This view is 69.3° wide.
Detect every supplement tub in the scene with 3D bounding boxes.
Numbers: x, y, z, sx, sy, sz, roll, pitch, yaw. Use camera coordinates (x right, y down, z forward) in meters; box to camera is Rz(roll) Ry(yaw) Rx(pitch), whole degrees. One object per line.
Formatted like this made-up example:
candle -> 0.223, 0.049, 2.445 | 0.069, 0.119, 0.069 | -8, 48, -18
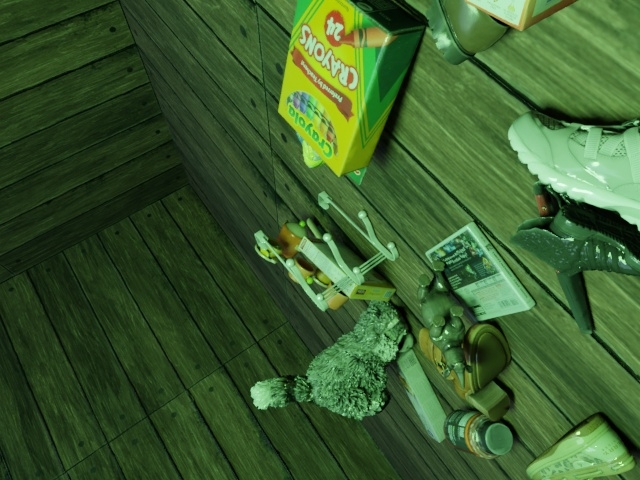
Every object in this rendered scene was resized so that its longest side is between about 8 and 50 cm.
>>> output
supplement tub -> 0.392, 0.481, 1.151 | 0.106, 0.106, 0.198 | 56, 163, 7

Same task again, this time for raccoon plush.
raccoon plush -> 0.047, 0.313, 1.260 | 0.216, 0.447, 0.299 | 35, 124, 58

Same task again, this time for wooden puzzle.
wooden puzzle -> 0.018, 0.043, 1.533 | 0.221, 0.044, 0.238 | 55, 167, 9

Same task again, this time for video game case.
video game case -> 0.288, 0.066, 0.866 | 0.173, 0.022, 0.190 | 55, 163, 8

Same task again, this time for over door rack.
over door rack -> 0.000, 0.000, 1.166 | 0.324, 0.240, 0.108 | 42, 157, 40

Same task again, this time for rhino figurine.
rhino figurine -> 0.239, 0.165, 0.884 | 0.106, 0.073, 0.243 | 74, -175, -52

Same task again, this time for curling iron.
curling iron -> 0.341, 0.027, 0.631 | 0.068, 0.035, 0.274 | 27, 145, 57

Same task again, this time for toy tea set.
toy tea set -> -0.023, 0.055, 1.386 | 0.336, 0.124, 0.200 | 37, -163, 5

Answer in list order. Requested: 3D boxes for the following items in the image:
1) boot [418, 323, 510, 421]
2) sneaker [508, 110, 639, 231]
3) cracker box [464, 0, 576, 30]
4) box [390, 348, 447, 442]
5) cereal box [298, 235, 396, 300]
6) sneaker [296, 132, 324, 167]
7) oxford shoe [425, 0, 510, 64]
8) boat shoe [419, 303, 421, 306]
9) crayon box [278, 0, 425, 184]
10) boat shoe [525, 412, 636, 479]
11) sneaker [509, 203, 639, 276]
boot -> 0.306, 0.243, 1.021 | 0.220, 0.109, 0.283 | 41, 164, 53
sneaker -> 0.320, -0.080, 0.462 | 0.281, 0.105, 0.115 | 47, 126, 43
cracker box -> 0.191, -0.285, 0.303 | 0.067, 0.156, 0.232 | 48, 160, 30
box -> 0.309, 0.472, 1.428 | 0.324, 0.067, 0.063 | 61, 163, -14
cereal box -> 0.070, 0.074, 1.258 | 0.173, 0.047, 0.240 | 11, -157, -45
sneaker -> -0.007, -0.245, 1.020 | 0.126, 0.091, 0.240 | 63, 160, 0
oxford shoe -> 0.150, -0.323, 0.509 | 0.096, 0.083, 0.227 | -12, 111, 52
boat shoe -> 0.255, 0.156, 1.083 | 0.035, 0.035, 0.100 | 61, 162, -10
crayon box -> 0.027, -0.256, 0.788 | 0.202, 0.081, 0.318 | 49, 146, 24
boat shoe -> 0.461, 0.410, 0.845 | 0.089, 0.105, 0.285 | 50, 160, 33
sneaker -> 0.326, 0.014, 0.562 | 0.170, 0.051, 0.089 | 33, 146, 18
